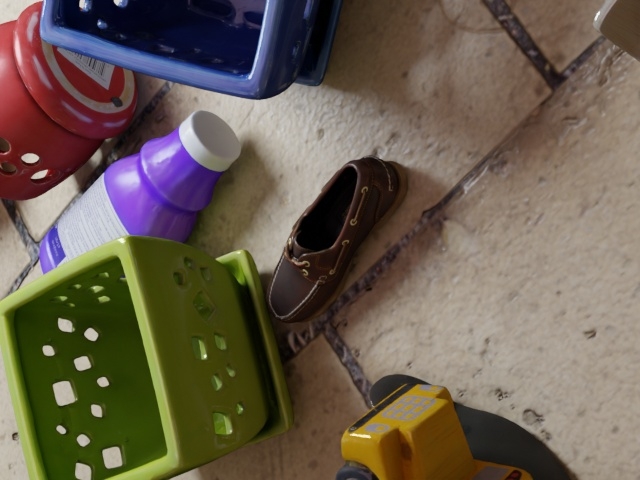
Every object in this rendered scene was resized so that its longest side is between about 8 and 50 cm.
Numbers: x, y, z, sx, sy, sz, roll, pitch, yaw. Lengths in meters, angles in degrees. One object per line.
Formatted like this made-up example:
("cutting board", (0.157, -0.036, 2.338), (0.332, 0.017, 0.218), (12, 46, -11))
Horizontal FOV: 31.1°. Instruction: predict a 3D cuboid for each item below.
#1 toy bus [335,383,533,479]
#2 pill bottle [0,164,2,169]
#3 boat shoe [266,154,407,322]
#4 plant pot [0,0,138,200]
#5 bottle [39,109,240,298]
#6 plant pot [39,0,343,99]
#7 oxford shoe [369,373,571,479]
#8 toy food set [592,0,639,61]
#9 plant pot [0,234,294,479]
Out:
("toy bus", (0.115, 0.291, 0.950), (0.130, 0.108, 0.332), (2, 110, 40))
("pill bottle", (-0.490, -0.164, 1.477), (0.121, 0.121, 0.221), (-27, 73, 36))
("boat shoe", (0.000, 0.000, 1.121), (0.073, 0.073, 0.207), (47, 119, 27))
("plant pot", (-0.317, -0.162, 1.299), (0.174, 0.191, 0.191), (-25, 75, 33))
("bottle", (-0.198, -0.032, 1.264), (0.283, 0.092, 0.118), (-42, 67, 31))
("plant pot", (-0.094, -0.268, 1.079), (0.236, 0.212, 0.236), (17, 102, 19))
("oxford shoe", (0.136, 0.198, 1.031), (0.212, 0.076, 0.076), (30, 139, 31))
("toy food set", (0.370, -0.158, 0.786), (0.306, 0.092, 0.219), (44, 106, 31))
("plant pot", (-0.166, 0.131, 1.169), (0.228, 0.207, 0.227), (-24, 77, 36))
